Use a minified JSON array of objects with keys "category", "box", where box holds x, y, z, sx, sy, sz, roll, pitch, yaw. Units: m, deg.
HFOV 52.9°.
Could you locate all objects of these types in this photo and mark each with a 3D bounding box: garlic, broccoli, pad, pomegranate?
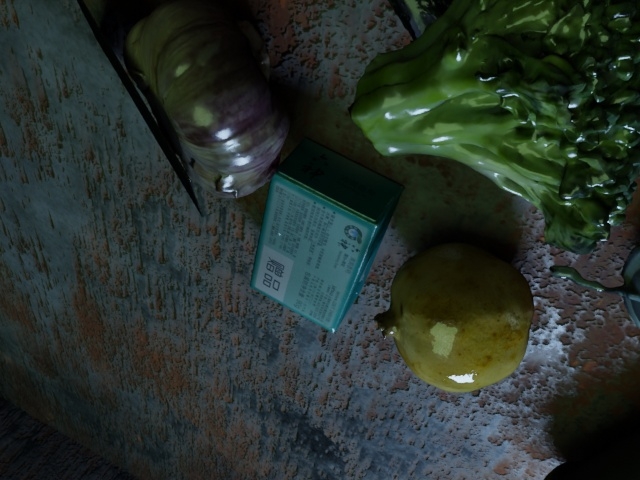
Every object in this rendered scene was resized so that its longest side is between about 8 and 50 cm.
[{"category":"garlic","box":[-0.122,-0.173,0.766,0.245,0.160,0.245,47,158,25]},{"category":"broccoli","box":[0.160,-0.136,0.553,0.245,0.247,0.289,-1,84,31]},{"category":"pad","box":[-0.227,-0.175,0.799,0.300,0.005,0.202,58,170,5]},{"category":"pomegranate","box":[0.161,0.097,0.806,0.196,0.196,0.196,19,136,19]}]

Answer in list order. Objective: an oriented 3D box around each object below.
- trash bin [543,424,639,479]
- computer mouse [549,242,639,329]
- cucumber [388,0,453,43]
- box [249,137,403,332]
[{"category":"trash bin","box":[0.420,0.383,0.881,0.214,0.214,0.334,29,134,7]},{"category":"computer mouse","box":[0.431,0.052,0.657,0.379,0.090,0.167,12,129,34]},{"category":"cucumber","box":[0.065,-0.286,0.607,0.067,0.067,0.245,-18,114,43]},{"category":"box","box":[0.000,0.000,0.892,0.153,0.092,0.245,29,138,9]}]
